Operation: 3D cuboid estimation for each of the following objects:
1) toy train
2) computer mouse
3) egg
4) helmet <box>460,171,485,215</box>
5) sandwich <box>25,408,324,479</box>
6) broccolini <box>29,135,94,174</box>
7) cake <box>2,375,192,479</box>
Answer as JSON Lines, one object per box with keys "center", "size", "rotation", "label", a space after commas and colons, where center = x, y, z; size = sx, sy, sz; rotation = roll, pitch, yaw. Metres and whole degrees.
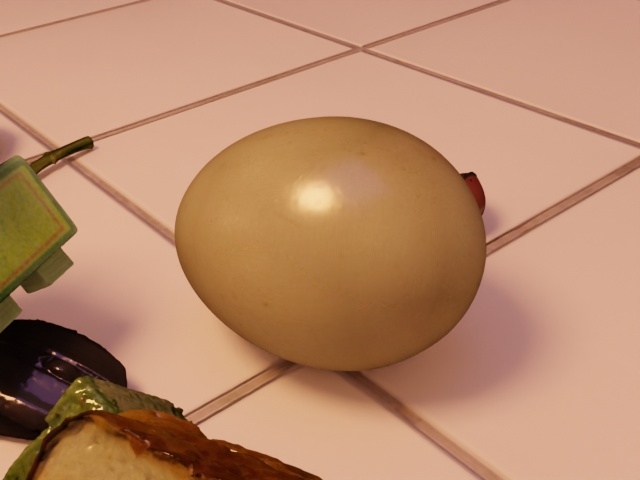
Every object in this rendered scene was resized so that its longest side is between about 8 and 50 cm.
{"center": [-0.326, -0.004, 0.591], "size": [0.272, 0.188, 0.159], "rotation": [-21, 22, 31], "label": "toy train"}
{"center": [-0.222, 0.098, 0.594], "size": [0.172, 0.057, 0.099], "rotation": [7, 32, 21], "label": "computer mouse"}
{"center": [0.000, 0.000, 0.609], "size": [0.254, 0.188, 0.188], "rotation": [9, 34, 28], "label": "egg"}
{"center": [0.132, -0.033, 0.778], "size": [0.065, 0.049, 0.084], "rotation": [-35, 4, 7], "label": "helmet"}
{"center": [-0.063, 0.188, 0.315], "size": [0.186, 0.214, 0.065], "rotation": [15, -4, 30], "label": "sandwich"}
{"center": [-0.335, -0.070, 0.896], "size": [0.042, 0.044, 0.218], "rotation": [3, 24, 38], "label": "broccolini"}
{"center": [-0.052, 0.160, 0.416], "size": [0.235, 0.100, 0.099], "rotation": [20, 78, 31], "label": "cake"}
